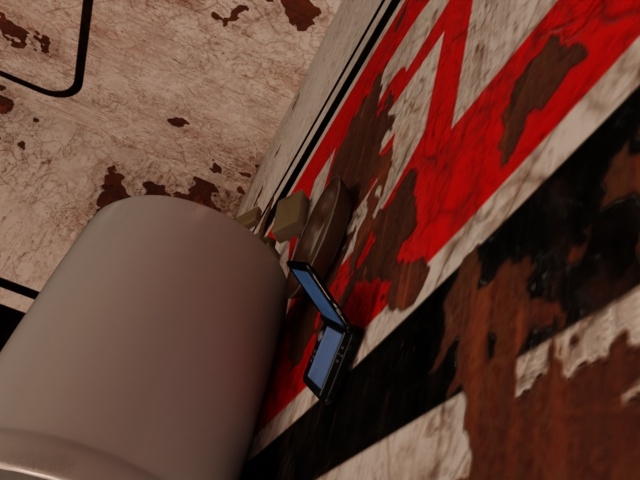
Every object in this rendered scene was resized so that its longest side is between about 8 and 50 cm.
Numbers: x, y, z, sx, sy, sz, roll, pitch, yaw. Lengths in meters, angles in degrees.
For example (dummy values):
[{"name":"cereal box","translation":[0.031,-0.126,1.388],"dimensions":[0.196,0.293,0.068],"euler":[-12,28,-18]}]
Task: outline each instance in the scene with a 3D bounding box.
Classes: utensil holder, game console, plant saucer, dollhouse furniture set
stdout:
[{"name":"utensil holder","translation":[-0.225,0.179,0.869],"dimensions":[0.327,0.328,0.385],"euler":[123,168,-46]},{"name":"game console","translation":[-0.011,0.081,0.657],"dimensions":[0.122,0.071,0.107],"euler":[177,115,-80]},{"name":"plant saucer","translation":[0.000,0.000,0.901],"dimensions":[0.168,0.029,0.168],"euler":[-158,90,-81]},{"name":"dollhouse furniture set","translation":[-0.067,0.010,1.238],"dimensions":[0.151,0.123,0.144],"euler":[-26,25,17]}]
